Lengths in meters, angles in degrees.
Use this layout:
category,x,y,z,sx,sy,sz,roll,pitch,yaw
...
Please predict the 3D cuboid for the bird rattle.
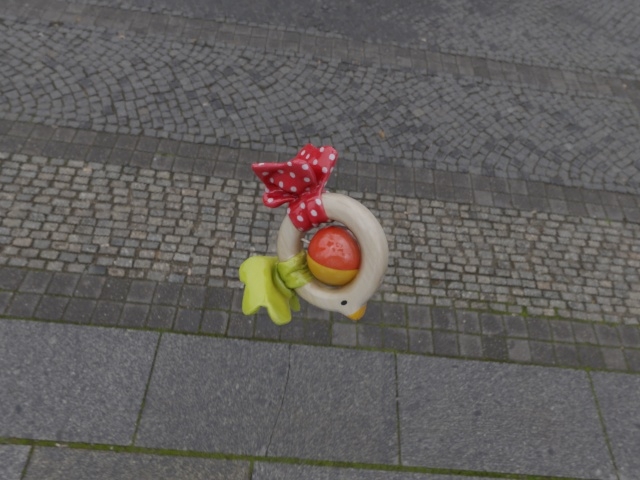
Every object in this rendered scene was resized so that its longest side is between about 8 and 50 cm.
category,x,y,z,sx,sy,sz,roll,pitch,yaw
bird rattle,0.000,0.000,0.627,0.206,0.254,0.143,23,13,20
